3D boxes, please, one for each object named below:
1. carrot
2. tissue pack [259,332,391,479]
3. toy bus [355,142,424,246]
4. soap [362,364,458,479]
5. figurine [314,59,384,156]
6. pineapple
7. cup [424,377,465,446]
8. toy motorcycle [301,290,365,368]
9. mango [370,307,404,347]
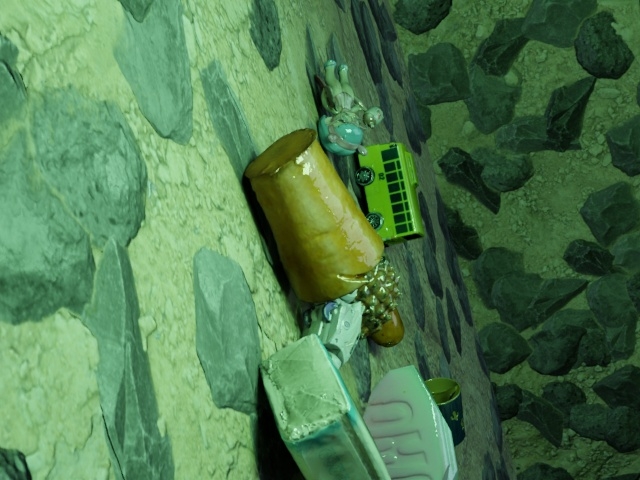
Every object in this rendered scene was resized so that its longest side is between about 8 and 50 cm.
[{"bbox_3d":[-0.024,-0.042,1.579,0.254,0.195,0.196,57,24,-29],"label":"carrot"},{"bbox_3d":[0.015,0.307,1.440,0.201,0.124,0.271,-113,177,-54],"label":"tissue pack"},{"bbox_3d":[0.182,-0.124,2.375,0.128,0.150,0.262,22,57,-73],"label":"toy bus"},{"bbox_3d":[0.166,0.422,1.823,0.109,0.192,0.324,44,36,-64],"label":"soap"},{"bbox_3d":[0.058,-0.300,2.135,0.205,0.103,0.260,24,47,-40],"label":"figurine"},{"bbox_3d":[0.082,0.093,1.772,0.166,0.166,0.193,-53,166,-70],"label":"pineapple"},{"bbox_3d":[0.316,0.481,2.470,0.176,0.131,0.155,-36,121,-41],"label":"cup"},{"bbox_3d":[0.026,0.160,1.640,0.112,0.112,0.254,55,43,-55],"label":"toy motorcycle"},{"bbox_3d":[0.137,0.170,2.119,0.105,0.084,0.159,81,-15,-68],"label":"mango"}]
